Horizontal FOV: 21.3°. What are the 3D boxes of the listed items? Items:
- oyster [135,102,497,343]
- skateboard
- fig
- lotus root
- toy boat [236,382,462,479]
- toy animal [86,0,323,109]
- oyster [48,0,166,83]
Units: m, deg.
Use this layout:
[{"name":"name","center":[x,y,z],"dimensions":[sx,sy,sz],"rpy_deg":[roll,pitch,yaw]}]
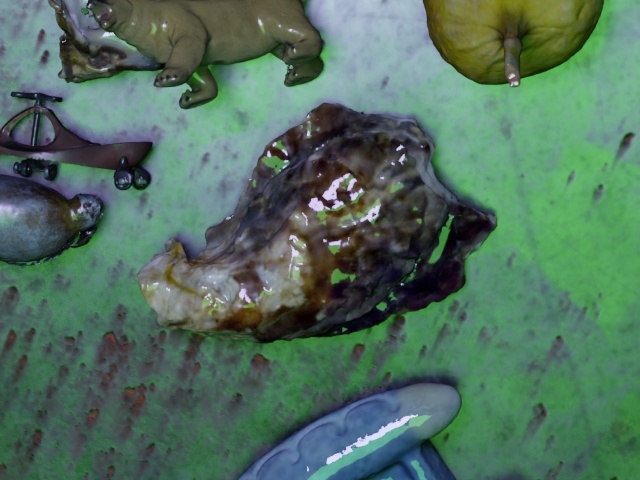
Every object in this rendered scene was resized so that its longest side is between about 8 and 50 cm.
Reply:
[{"name":"oyster","center":[0.000,0.000,1.543],"dimensions":[0.275,0.100,0.271],"rpy_deg":[27,88,4]},{"name":"skateboard","center":[-0.229,-0.092,1.566],"dimensions":[0.151,0.067,0.080],"rpy_deg":[7,94,8]},{"name":"fig","center":[0.156,-0.185,1.410],"dimensions":[0.159,0.257,0.159],"rpy_deg":[2,118,4]},{"name":"lotus root","center":[-0.284,-0.019,1.572],"dimensions":[0.165,0.088,0.088],"rpy_deg":[6,103,-3]},{"name":"toy boat","center":[0.026,0.281,1.589],"dimensions":[0.330,0.123,0.215],"rpy_deg":[-30,99,10]},{"name":"toy animal","center":[-0.095,-0.179,1.480],"dimensions":[0.219,0.103,0.101],"rpy_deg":[-15,82,-23]},{"name":"oyster","center":[-0.154,-0.258,1.506],"dimensions":[0.223,0.083,0.214],"rpy_deg":[-21,120,-14]}]
